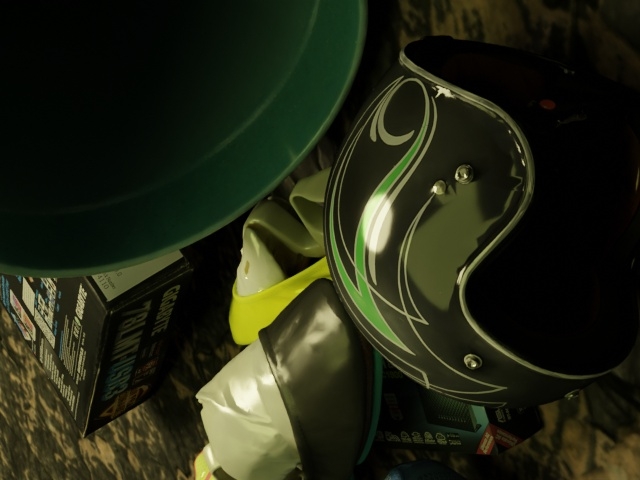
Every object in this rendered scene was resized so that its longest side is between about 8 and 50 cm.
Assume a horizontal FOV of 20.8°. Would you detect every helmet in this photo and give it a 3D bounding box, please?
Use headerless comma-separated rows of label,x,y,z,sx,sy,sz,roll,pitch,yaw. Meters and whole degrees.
helmet,0.082,-0.004,0.852,0.169,0.169,0.162,31,117,39

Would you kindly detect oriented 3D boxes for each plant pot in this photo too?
plant pot,-0.151,-0.164,0.986,0.255,0.271,0.272,57,146,35

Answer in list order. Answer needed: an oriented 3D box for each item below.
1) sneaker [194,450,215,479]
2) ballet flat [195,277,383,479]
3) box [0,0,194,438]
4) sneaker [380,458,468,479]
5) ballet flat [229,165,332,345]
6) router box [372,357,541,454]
sneaker,-0.073,0.229,1.271,0.094,0.081,0.208,49,136,33
ballet flat,-0.020,0.115,1.034,0.280,0.096,0.095,94,155,-62
box,-0.208,-0.033,1.222,0.293,0.073,0.295,56,160,13
sneaker,0.161,0.199,0.927,0.330,0.129,0.147,32,117,36
ballet flat,0.000,0.000,1.024,0.077,0.077,0.231,41,144,-19
router box,0.065,0.076,1.024,0.122,0.038,0.092,-7,104,53
